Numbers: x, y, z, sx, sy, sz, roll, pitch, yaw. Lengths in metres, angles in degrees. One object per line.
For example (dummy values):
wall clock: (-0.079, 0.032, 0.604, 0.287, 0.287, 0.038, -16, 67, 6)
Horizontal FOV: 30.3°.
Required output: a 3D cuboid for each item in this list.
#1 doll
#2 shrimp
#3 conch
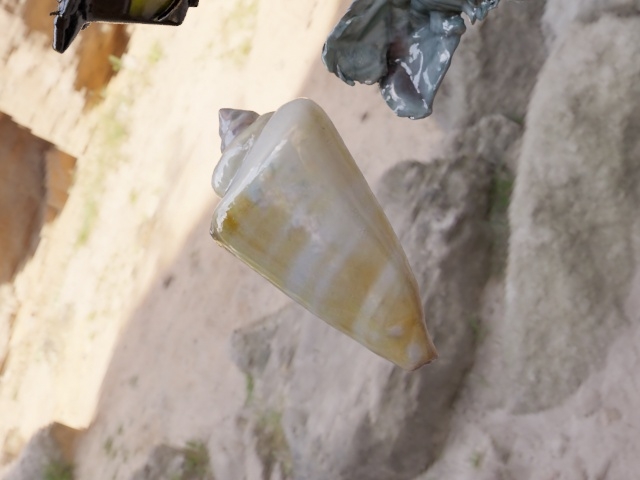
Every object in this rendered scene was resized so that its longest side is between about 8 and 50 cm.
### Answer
doll: (-0.128, -0.224, 0.820, 0.127, 0.088, 0.248, 9, 48, 24)
shrimp: (0.076, -0.164, 0.576, 0.166, 0.221, 0.410, -58, 3, -2)
conch: (-0.011, 0.004, 0.932, 0.127, 0.255, 0.158, -28, -9, -11)
